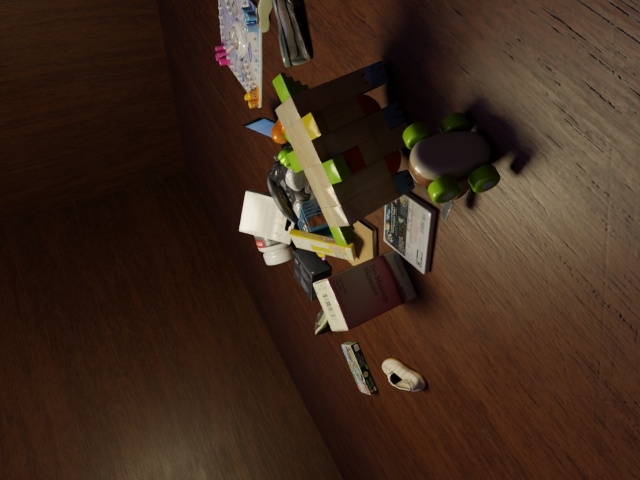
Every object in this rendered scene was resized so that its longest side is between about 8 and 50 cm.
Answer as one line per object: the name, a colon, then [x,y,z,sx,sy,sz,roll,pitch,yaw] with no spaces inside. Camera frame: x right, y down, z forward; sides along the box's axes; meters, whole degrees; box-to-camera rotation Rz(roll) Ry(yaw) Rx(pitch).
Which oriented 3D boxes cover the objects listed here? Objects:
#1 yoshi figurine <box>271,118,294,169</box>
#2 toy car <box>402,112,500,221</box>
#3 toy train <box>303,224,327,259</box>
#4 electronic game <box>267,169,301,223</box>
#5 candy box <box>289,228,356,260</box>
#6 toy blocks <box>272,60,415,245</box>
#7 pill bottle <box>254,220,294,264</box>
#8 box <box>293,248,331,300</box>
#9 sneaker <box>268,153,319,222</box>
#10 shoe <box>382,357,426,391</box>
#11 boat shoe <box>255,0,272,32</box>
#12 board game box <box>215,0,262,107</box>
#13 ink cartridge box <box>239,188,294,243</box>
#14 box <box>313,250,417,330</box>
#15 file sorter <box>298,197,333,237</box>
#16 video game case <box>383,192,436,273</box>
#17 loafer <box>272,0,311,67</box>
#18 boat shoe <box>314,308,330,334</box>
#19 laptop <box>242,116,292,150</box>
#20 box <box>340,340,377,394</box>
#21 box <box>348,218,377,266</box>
yoshi figurine: [-0.002,-0.224,1.270,0.362,0.204,0.203,45,164,41]
toy car: [0.237,-0.122,0.862,0.188,0.149,0.154,86,167,-63]
toy train: [0.000,0.000,1.644,0.166,0.046,0.125,36,141,49]
electronic game: [-0.131,-0.165,1.663,0.229,0.048,0.229,56,-166,-23]
candy box: [0.008,0.015,1.393,0.206,0.027,0.105,14,157,16]
toy blocks: [0.085,-0.215,0.984,0.191,0.261,0.381,-2,115,65]
pill bottle: [-0.219,-0.044,1.953,0.161,0.161,0.283,13,121,65]
box: [-0.036,0.128,1.774,0.156,0.093,0.158,52,154,37]
sneaker: [-0.094,-0.187,1.551,0.153,0.101,0.268,37,155,35]
shoe: [0.253,0.436,1.425,0.219,0.058,0.076,-2,108,67]
boat shoe: [-0.183,-0.730,1.397,0.043,0.049,0.137,64,163,18]
board game box: [-0.328,-0.774,1.691,0.389,0.050,0.389,56,156,28]
ink cartridge box: [-0.214,-0.099,1.827,0.056,0.225,0.180,-72,-4,-71]
box: [0.122,0.139,1.222,0.148,0.233,0.127,67,158,4]
file sorter: [-0.006,-0.065,1.469,0.170,0.118,0.104,112,138,-72]
video game case: [0.221,-0.034,1.119,0.173,0.022,0.190,45,149,45]
loafer: [-0.083,-0.632,1.236,0.096,0.084,0.267,-81,-16,-68]
boat shoe: [0.020,0.333,1.865,0.073,0.080,0.223,65,153,25]
laptop: [-0.146,-0.312,1.571,0.234,0.137,0.264,16,125,64]
box: [0.152,0.506,1.758,0.206,0.036,0.114,67,159,4]
box: [0.126,0.016,1.388,0.164,0.021,0.201,43,146,49]
